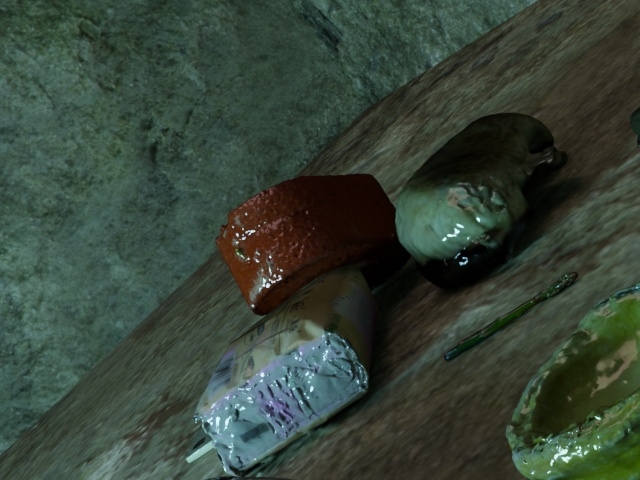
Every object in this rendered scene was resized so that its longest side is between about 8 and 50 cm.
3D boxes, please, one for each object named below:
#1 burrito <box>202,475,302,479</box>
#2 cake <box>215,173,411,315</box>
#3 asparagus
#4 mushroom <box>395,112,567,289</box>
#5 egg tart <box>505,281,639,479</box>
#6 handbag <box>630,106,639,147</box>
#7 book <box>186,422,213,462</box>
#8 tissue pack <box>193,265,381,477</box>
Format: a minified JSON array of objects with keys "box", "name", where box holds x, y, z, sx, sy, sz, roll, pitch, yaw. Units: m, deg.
[{"box":[-0.092,0.278,0.931,0.445,0.101,0.139,-24,33,57],"name":"burrito"},{"box":[0.000,0.000,1.447,0.283,0.151,0.177,0,-40,-48],"name":"cake"},{"box":[0.191,0.078,1.063,0.166,0.013,0.016,-36,21,22],"name":"asparagus"},{"box":[0.206,-0.074,1.357,0.247,0.130,0.344,-37,10,39],"name":"mushroom"},{"box":[0.211,0.099,0.703,0.197,0.078,0.197,-39,8,6],"name":"egg tart"},{"box":[0.398,-0.142,1.190,0.072,0.047,0.111,-38,8,-25],"name":"handbag"},{"box":[-0.127,0.242,1.489,0.118,0.012,0.172,-36,10,14],"name":"book"},{"box":[-0.034,0.144,1.274,0.215,0.123,0.256,-35,11,14],"name":"tissue pack"}]
